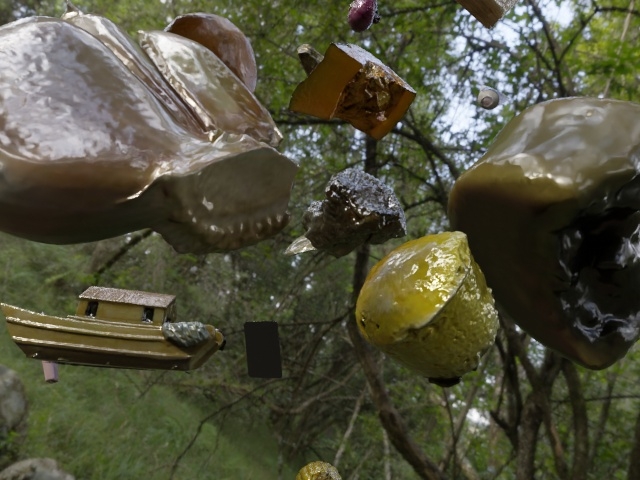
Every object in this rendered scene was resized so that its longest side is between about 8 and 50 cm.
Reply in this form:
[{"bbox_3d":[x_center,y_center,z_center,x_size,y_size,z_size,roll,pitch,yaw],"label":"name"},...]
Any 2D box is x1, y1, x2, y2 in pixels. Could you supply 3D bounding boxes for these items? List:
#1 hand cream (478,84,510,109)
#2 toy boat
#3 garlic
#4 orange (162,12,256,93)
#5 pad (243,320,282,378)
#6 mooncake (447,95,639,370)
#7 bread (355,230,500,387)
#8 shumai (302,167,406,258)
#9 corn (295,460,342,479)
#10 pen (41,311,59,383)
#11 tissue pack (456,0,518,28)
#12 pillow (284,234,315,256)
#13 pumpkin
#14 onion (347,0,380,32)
[{"bbox_3d":[0.446,-0.376,1.406,0.084,0.053,0.142,31,37,12],"label":"hand cream"},{"bbox_3d":[-0.421,0.174,1.092,0.445,0.162,0.136,4,-18,3],"label":"toy boat"},{"bbox_3d":[-0.189,-0.098,0.483,0.325,0.132,0.279,37,39,25],"label":"garlic"},{"bbox_3d":[-0.231,-0.334,1.081,0.224,0.224,0.170,21,18,18],"label":"orange"},{"bbox_3d":[-0.159,0.300,1.484,0.112,0.157,0.003,-5,0,26],"label":"pad"},{"bbox_3d":[0.407,-0.018,0.856,0.393,0.246,0.394,44,-20,10],"label":"mooncake"},{"bbox_3d":[0.146,0.087,0.723,0.170,0.197,0.197,43,-16,-23],"label":"bread"},{"bbox_3d":[0.072,-0.028,1.113,0.183,0.185,0.218,0,33,-38],"label":"shumai"},{"bbox_3d":[-0.004,0.414,0.905,0.080,0.080,0.231,24,-23,5],"label":"corn"},{"bbox_3d":[-0.727,0.281,1.436,0.032,0.197,0.053,-17,-25,-8],"label":"pen"},{"bbox_3d":[0.346,-0.532,0.936,0.170,0.325,0.071,46,-13,-1],"label":"tissue pack"},{"bbox_3d":[0.000,0.001,1.546,0.217,0.130,0.033,-11,-66,29],"label":"pillow"},{"bbox_3d":[0.036,-0.269,0.929,0.248,0.131,0.126,13,36,-47],"label":"pumpkin"},{"bbox_3d":[0.132,-0.678,1.616,0.104,0.115,0.115,20,-9,-9],"label":"onion"}]
